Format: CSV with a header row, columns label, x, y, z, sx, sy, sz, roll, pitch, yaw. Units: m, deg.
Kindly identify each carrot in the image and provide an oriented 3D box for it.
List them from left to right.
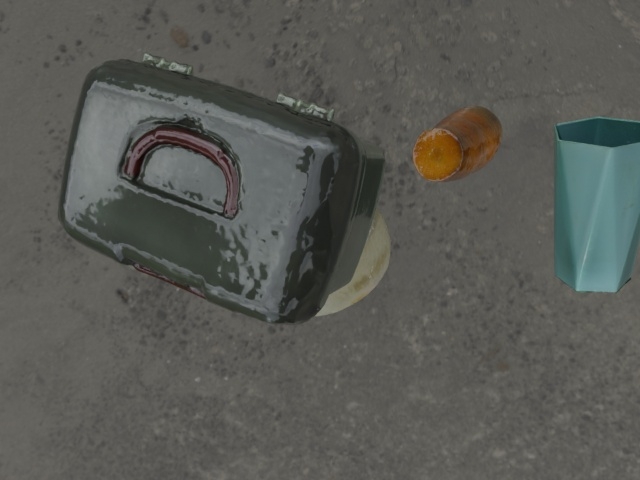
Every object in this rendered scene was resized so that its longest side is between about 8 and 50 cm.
label,x,y,z,sx,sy,sz,roll,pitch,yaw
carrot,0.170,-0.116,0.813,0.087,0.193,0.087,12,116,26

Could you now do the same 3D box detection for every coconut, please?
label,x,y,z,sx,sy,sz,roll,pitch,yaw
coconut,-0.002,-0.002,1.023,0.241,0.241,0.241,5,121,8

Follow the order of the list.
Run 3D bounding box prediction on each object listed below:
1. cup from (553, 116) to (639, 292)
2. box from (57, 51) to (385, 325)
label,x,y,z,sx,sy,sz,roll,pitch,yaw
cup,0.407,-0.050,0.951,0.148,0.134,0.235,-13,117,-8
box,-0.066,-0.040,0.465,0.210,0.129,0.148,21,104,20
